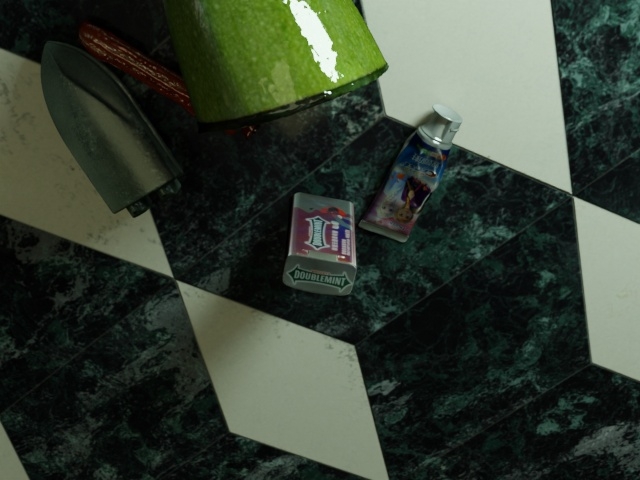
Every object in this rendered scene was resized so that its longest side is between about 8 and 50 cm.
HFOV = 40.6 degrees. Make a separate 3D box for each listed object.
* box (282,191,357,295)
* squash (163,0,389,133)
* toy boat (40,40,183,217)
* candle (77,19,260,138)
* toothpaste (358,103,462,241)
[{"bbox_3d":[0.000,0.000,1.463,0.120,0.224,0.069,9,120,-6],"label":"box"},{"bbox_3d":[-0.086,-0.352,1.266,0.310,0.310,0.309,-14,107,7],"label":"squash"},{"bbox_3d":[-0.361,-0.192,1.444,0.141,0.092,0.319,-28,107,14],"label":"toy boat"},{"bbox_3d":[-0.253,-0.260,1.431,0.329,0.048,0.051,30,97,-13],"label":"candle"},{"bbox_3d":[0.162,-0.111,1.510,0.096,0.061,0.266,20,121,-11],"label":"toothpaste"}]
